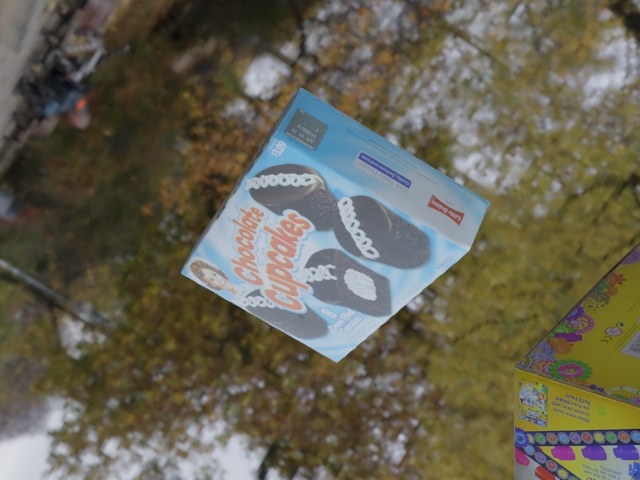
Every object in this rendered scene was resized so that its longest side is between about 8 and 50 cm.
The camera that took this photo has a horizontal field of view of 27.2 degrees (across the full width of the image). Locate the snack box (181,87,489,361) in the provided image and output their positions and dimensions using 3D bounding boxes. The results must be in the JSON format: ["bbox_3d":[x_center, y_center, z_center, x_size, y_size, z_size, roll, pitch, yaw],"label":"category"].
[{"bbox_3d":[0.000,0.000,1.204,0.060,0.187,0.322,-63,-174,-28],"label":"snack box"}]

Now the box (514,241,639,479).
[{"bbox_3d":[0.315,0.181,1.174,0.290,0.177,0.279,-36,132,-43],"label":"box"}]
